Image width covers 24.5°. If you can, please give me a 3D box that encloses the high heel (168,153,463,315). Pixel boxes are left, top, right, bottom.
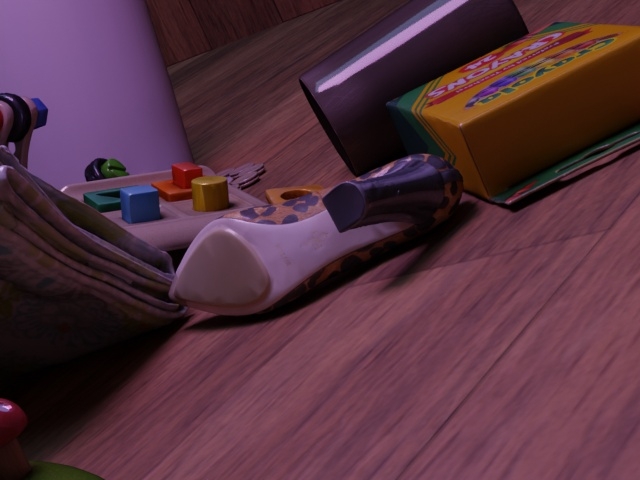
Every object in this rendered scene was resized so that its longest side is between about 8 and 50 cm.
[{"bbox_3d":[0.000,0.000,1.309,0.261,0.093,0.186,-26,-7,37],"label":"high heel"}]

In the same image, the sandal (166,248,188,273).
[{"bbox_3d":[-0.149,-0.004,1.540,0.049,0.072,0.180,-52,8,23],"label":"sandal"}]

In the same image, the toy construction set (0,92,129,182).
[{"bbox_3d":[-0.368,0.006,1.687,0.237,0.257,0.309,-41,14,21],"label":"toy construction set"}]

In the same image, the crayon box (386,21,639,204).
[{"bbox_3d":[0.200,-0.127,1.378,0.202,0.081,0.318,-26,14,-7],"label":"crayon box"}]

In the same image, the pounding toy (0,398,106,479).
[{"bbox_3d":[-0.249,0.177,0.959,0.237,0.110,0.183,-14,17,39],"label":"pounding toy"}]

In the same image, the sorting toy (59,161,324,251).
[{"bbox_3d":[-0.157,-0.044,1.499,0.347,0.047,0.196,-10,21,-23],"label":"sorting toy"}]

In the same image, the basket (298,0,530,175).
[{"bbox_3d":[0.104,-0.182,1.615,0.227,0.154,0.204,-31,-12,-3],"label":"basket"}]

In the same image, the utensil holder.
[{"bbox_3d":[-0.362,-0.220,1.987,0.327,0.385,0.327,-18,6,2],"label":"utensil holder"}]

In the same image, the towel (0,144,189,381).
[{"bbox_3d":[-0.347,0.051,1.316,0.374,0.090,0.320,-18,-29,21],"label":"towel"}]

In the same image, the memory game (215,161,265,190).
[{"bbox_3d":[-0.155,-0.056,1.891,0.186,0.012,0.186,-23,13,6],"label":"memory game"}]
